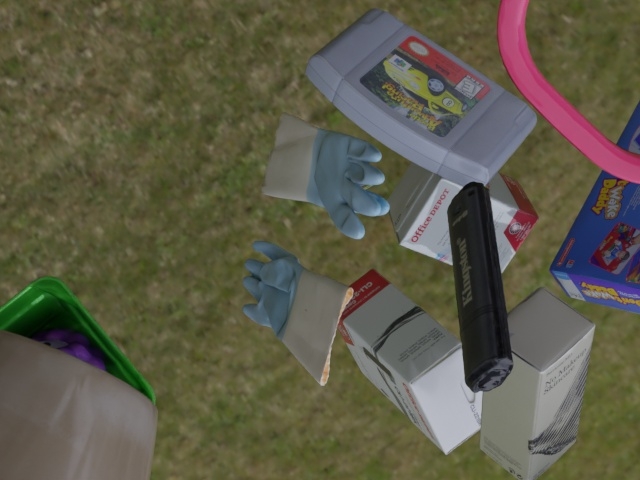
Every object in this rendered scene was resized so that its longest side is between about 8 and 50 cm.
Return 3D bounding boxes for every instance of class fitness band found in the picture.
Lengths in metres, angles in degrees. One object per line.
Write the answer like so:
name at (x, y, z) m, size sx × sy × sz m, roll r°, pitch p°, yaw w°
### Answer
fitness band at (0.316, -0.190, 1.193) m, size 0.209 × 0.291 × 0.054 m, roll -46°, pitch 180°, yaw 16°

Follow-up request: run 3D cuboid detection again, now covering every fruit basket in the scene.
fruit basket at (-0.402, 0.239, 1.446) m, size 0.392 × 0.283 × 0.392 m, roll -39°, pitch 164°, yaw -14°

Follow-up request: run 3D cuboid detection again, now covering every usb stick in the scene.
usb stick at (0.191, 0.052, 1.407) m, size 0.045 × 0.278 × 0.077 m, roll 12°, pitch 141°, yaw -16°

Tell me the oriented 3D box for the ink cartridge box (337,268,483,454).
ink cartridge box at (0.150, 0.201, 1.956) m, size 0.114 × 0.273 × 0.197 m, roll -37°, pitch 129°, yaw -11°

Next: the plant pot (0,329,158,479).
plant pot at (-0.281, 0.236, 0.993) m, size 0.323 × 0.323 × 0.280 m, roll 45°, pitch 59°, yaw -49°

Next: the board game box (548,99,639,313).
board game box at (0.506, -0.058, 1.637) m, size 0.078 × 0.233 × 0.347 m, roll 47°, pitch 67°, yaw -41°

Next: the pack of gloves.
pack of gloves at (0.000, 0.000, 1.021) m, size 0.046 × 0.232 × 0.195 m, roll 11°, pitch 99°, yaw -25°

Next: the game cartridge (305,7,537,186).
game cartridge at (0.135, -0.194, 1.592) m, size 0.196 × 0.294 × 0.060 m, roll -47°, pitch 168°, yaw -39°

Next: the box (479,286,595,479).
box at (0.282, 0.197, 1.536) m, size 0.113 × 0.094 × 0.275 m, roll -37°, pitch 145°, yaw -23°

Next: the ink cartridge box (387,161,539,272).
ink cartridge box at (0.210, -0.045, 1.757) m, size 0.176 × 0.127 × 0.128 m, roll 22°, pitch 116°, yaw -21°

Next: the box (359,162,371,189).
box at (0.024, -0.073, 1.290) m, size 0.062 × 0.052 × 0.083 m, roll -30°, pitch 177°, yaw 1°
